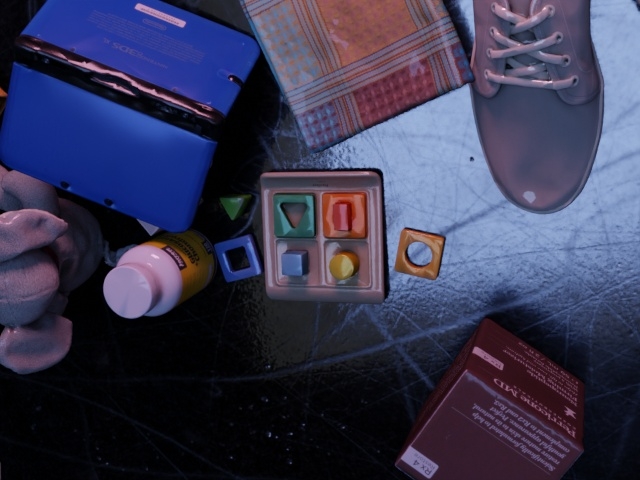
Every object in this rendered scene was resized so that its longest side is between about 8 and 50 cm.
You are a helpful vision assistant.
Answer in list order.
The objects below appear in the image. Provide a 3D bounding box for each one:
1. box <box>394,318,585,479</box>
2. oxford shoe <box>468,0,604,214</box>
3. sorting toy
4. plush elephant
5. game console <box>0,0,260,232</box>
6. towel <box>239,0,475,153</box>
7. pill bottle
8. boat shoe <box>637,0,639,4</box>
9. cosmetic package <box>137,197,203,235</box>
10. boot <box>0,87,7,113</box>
[{"bbox_3d":[0.227,0.238,1.079,0.168,0.203,0.167,34,111,7],"label":"box"},{"bbox_3d":[0.246,-0.237,0.975,0.169,0.130,0.449,6,115,24],"label":"oxford shoe"},{"bbox_3d":[0.000,0.000,1.179,0.348,0.047,0.195,1,103,18],"label":"sorting toy"},{"bbox_3d":[-0.449,0.040,1.226,0.330,0.255,0.271,8,106,16],"label":"plush elephant"},{"bbox_3d":[-0.265,-0.194,1.153,0.293,0.250,0.173,22,146,0],"label":"game console"},{"bbox_3d":[0.012,-0.324,1.070,0.271,0.040,0.370,-21,96,36],"label":"towel"},{"bbox_3d":[-0.230,0.049,1.194,0.103,0.184,0.103,4,105,17],"label":"pill bottle"},{"bbox_3d":[0.376,-0.399,0.925,0.097,0.116,0.324,-24,94,-17],"label":"boat shoe"},{"bbox_3d":[-0.287,-0.122,1.219,0.060,0.099,0.239,-42,87,25],"label":"cosmetic package"},{"bbox_3d":[-0.643,-0.193,1.314,0.295,0.104,0.211,-42,85,17],"label":"boot"}]
